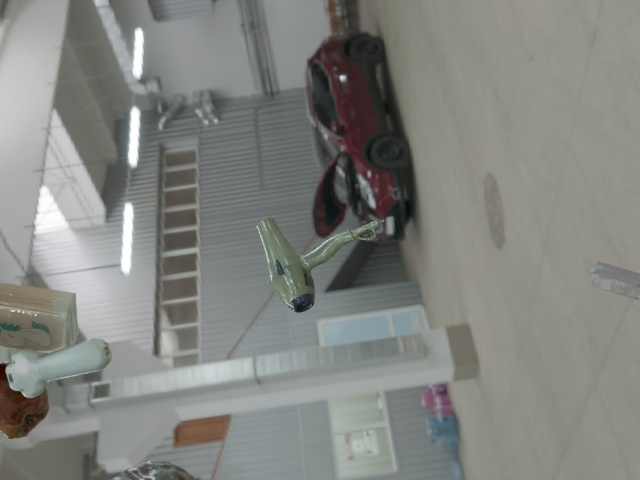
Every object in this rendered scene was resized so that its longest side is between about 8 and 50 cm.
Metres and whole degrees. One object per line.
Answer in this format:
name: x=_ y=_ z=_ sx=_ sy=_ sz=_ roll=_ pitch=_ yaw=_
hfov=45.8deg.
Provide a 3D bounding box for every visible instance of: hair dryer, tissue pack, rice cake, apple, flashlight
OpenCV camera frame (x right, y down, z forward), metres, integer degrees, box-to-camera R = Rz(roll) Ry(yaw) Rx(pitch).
hair dryer: x=-0.017 y=-0.007 z=1.173 sx=0.167 sy=0.199 sz=0.067 roll=47 pitch=-171 yaw=30
tissue pack: x=-0.658 y=0.146 z=1.511 sx=0.170 sy=0.326 sz=0.071 roll=108 pitch=169 yaw=-51
rice cake: x=0.654 y=0.094 z=1.486 sx=0.270 sy=0.055 sz=0.049 roll=19 pitch=135 yaw=49
apple: x=-0.635 y=0.323 z=1.546 sx=0.156 sy=0.158 sz=0.147 roll=95 pitch=-161 yaw=-55
flashlight: x=-0.487 y=0.231 z=1.420 sx=0.047 sy=0.201 sz=0.093 roll=-15 pitch=-91 yaw=-87

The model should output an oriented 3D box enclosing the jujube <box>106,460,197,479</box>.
jujube: x=-0.195 y=0.431 z=0.986 sx=0.317 sy=0.226 sz=0.226 roll=30 pitch=143 yaw=38
